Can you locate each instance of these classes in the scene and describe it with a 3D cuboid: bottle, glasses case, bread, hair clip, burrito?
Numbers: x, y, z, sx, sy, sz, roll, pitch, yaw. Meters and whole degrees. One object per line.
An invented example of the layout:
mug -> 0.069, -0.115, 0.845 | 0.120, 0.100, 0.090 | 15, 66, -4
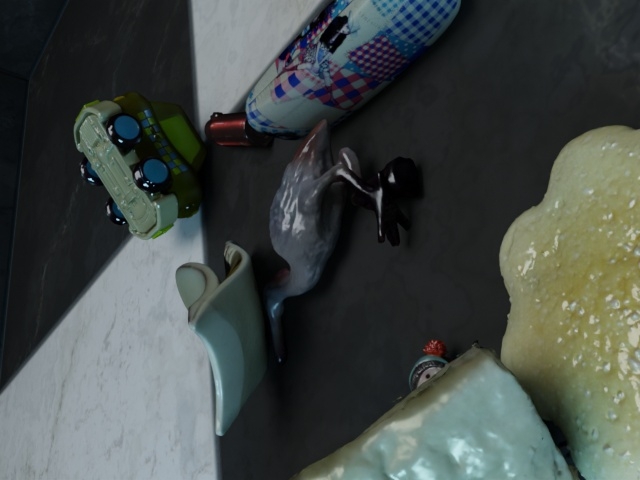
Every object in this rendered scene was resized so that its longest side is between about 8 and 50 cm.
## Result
bottle -> -0.137, -0.181, 1.138 | 0.164, 0.060, 0.060 | 11, 87, 56
glasses case -> 0.030, -0.217, 0.853 | 0.327, 0.125, 0.076 | -33, 61, 45
bread -> 0.250, 0.040, 0.511 | 0.316, 0.054, 0.316 | -25, 58, 47
hair clip -> -0.122, 0.096, 0.933 | 0.282, 0.113, 0.172 | -126, 25, -61
burrito -> 0.030, 0.223, 0.530 | 0.332, 0.190, 0.135 | -35, 68, 6

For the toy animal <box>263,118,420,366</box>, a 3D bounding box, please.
toy animal -> -0.015, -0.009, 0.872 | 0.324, 0.090, 0.195 | -49, 52, 36

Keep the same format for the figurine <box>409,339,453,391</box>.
figurine -> 0.124, 0.143, 0.656 | 0.106, 0.047, 0.060 | 46, 126, 49

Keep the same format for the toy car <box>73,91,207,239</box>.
toy car -> -0.293, -0.146, 1.247 | 0.204, 0.198, 0.248 | -29, 93, 53
